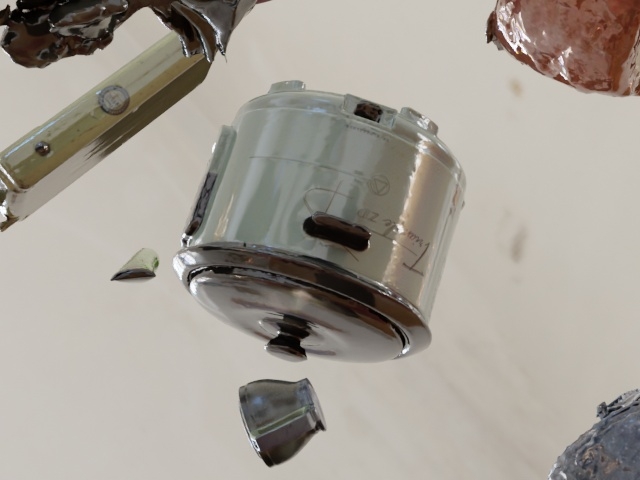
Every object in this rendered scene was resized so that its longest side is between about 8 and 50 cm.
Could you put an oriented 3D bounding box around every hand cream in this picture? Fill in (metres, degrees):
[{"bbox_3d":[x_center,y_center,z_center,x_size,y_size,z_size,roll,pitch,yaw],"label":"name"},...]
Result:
[{"bbox_3d":[-0.148,0.023,1.442,0.036,0.122,0.023,-4,-85,0],"label":"hand cream"}]

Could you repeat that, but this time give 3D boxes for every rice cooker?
[{"bbox_3d":[0.000,0.000,1.584,0.280,0.241,0.227,129,159,-71],"label":"rice cooker"}]

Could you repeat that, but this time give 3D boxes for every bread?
[{"bbox_3d":[0.204,-0.203,1.115,0.190,0.123,0.244,-24,-45,-49],"label":"bread"}]

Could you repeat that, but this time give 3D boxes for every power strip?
[{"bbox_3d":[-0.128,-0.066,0.997,0.169,0.028,0.076,-39,-3,-20],"label":"power strip"}]

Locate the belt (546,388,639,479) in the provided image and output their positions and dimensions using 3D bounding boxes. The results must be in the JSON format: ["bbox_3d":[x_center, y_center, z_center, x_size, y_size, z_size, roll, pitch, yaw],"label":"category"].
[{"bbox_3d":[0.186,0.121,0.825,0.218,0.128,0.122,4,-39,-50],"label":"belt"}]

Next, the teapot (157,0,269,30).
[{"bbox_3d":[-0.109,-0.257,1.821,0.146,0.148,0.116,-70,5,-67],"label":"teapot"}]

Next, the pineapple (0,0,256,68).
[{"bbox_3d":[-0.120,-0.134,0.747,0.237,0.111,0.119,10,-61,-42],"label":"pineapple"}]

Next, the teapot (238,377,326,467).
[{"bbox_3d":[-0.027,0.133,1.305,0.057,0.066,0.088,-23,8,6],"label":"teapot"}]
